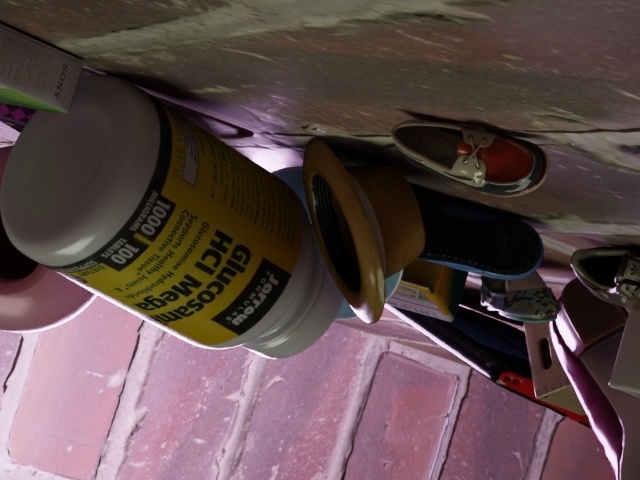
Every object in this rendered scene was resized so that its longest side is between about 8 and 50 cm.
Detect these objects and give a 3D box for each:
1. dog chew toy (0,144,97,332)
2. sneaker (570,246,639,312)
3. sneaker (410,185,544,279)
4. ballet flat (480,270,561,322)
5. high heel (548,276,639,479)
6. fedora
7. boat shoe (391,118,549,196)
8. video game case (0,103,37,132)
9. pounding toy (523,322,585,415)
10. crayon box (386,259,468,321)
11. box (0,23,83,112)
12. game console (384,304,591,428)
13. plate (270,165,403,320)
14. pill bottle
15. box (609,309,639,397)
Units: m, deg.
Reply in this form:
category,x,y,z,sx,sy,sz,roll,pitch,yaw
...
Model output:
category,x,y,z,sx,sy,sz,roll,pitch,yaw
dog chew toy,-0.322,-0.007,2.207,0.206,0.207,0.332,16,-175,3
sneaker,0.320,0.045,1.858,0.071,0.066,0.188,23,171,-42
sneaker,0.119,-0.008,1.923,0.209,0.069,0.082,16,178,4
ballet flat,0.223,0.056,2.213,0.070,0.070,0.188,18,178,-15
high heel,0.371,0.218,2.201,0.127,0.377,0.181,-20,164,2
fedora,0.046,-0.018,1.805,0.079,0.194,0.194,-19,-179,-12
boat shoe,0.115,-0.067,1.501,0.137,0.049,0.043,18,174,42
video game case,-0.212,-0.102,2.085,0.232,0.042,0.210,16,175,13
pounding toy,0.327,0.152,2.568,0.100,0.141,0.130,-26,148,33
crayon box,0.055,0.012,2.208,0.203,0.083,0.323,16,175,10
box,-0.401,-0.195,1.711,0.232,0.058,0.322,11,170,46
game console,0.273,0.165,2.788,0.342,0.060,0.386,27,-176,-36
plate,0.000,0.000,2.022,0.188,0.188,0.024,16,-144,9
pill bottle,-0.130,-0.008,1.867,0.188,0.188,0.334,11,165,46
box,0.435,0.123,1.959,0.148,0.127,0.232,21,173,-37
